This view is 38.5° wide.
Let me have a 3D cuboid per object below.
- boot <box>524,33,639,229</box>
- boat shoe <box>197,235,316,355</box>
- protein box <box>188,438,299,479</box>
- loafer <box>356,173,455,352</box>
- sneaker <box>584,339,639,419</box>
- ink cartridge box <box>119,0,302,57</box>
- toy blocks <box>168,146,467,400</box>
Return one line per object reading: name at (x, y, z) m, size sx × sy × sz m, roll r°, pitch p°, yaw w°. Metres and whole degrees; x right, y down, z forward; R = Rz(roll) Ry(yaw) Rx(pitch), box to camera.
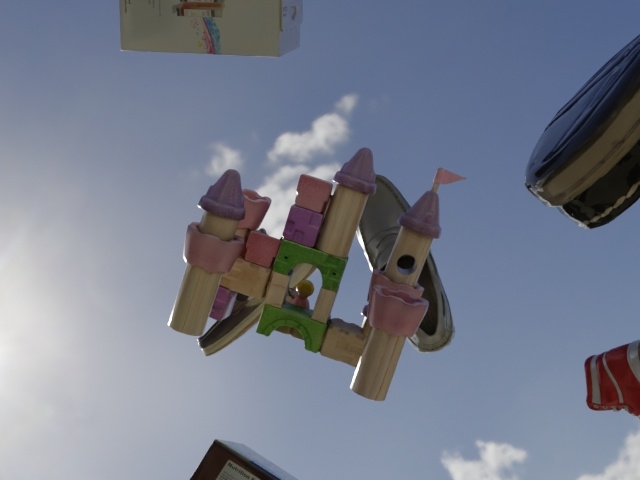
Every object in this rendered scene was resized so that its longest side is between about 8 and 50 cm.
boot at (0.314, -0.038, 0.602) m, size 0.377 × 0.284 × 0.138 m, roll -36°, pitch -6°, yaw -47°
boat shoe at (-0.110, 0.081, 1.521) m, size 0.285 × 0.092 × 0.103 m, roll -42°, pitch -1°, yaw 21°
protein box at (-0.099, 0.342, 1.009) m, size 0.201 × 0.136 × 0.200 m, roll -57°, pitch -11°, yaw -10°
loafer at (0.132, 0.027, 1.484) m, size 0.112 × 0.319 × 0.111 m, roll -25°, pitch -18°, yaw 1°
sneaker at (0.246, 0.127, 0.690) m, size 0.067 × 0.118 × 0.042 m, roll -24°, pitch 15°, yaw 48°
ink cartridge box at (-0.114, -0.269, 0.990) m, size 0.176 × 0.128 × 0.127 m, roll 5°, pitch -72°, yaw 7°
toy blocks at (0.000, 0.000, 1.127) m, size 0.309 × 0.289 × 0.260 m, roll -42°, pitch -30°, yaw -81°
